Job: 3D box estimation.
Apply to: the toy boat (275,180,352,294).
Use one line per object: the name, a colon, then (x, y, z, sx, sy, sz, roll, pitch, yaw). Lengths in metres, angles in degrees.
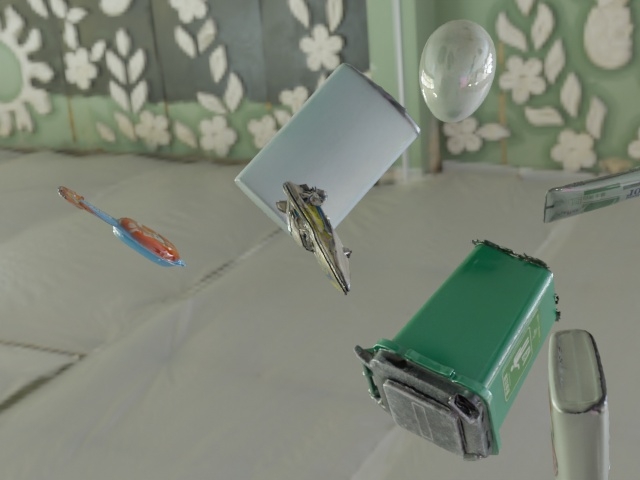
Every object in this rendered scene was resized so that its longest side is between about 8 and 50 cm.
toy boat: (0.000, 0.000, 1.379, 0.066, 0.084, 0.210, -19, -134, -9)

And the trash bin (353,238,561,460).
trash bin: (0.286, 0.207, 2.013, 0.295, 0.259, 0.381, 23, -121, 31)

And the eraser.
eraser: (0.014, -0.146, 1.756, 0.290, 0.189, 0.104, -48, -170, -9)

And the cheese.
cheese: (-0.327, -0.021, 1.679, 0.256, 0.037, 0.106, 34, -176, -23)

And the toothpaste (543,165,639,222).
toothpaste: (0.393, -0.071, 1.318, 0.218, 0.064, 0.041, -16, -131, -6)

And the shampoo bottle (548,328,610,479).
shampoo bottle: (0.324, 0.268, 1.267, 0.071, 0.284, 0.153, -4, -148, 9)

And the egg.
egg: (0.271, -0.337, 2.017, 0.151, 0.209, 0.151, 12, 174, 1)
